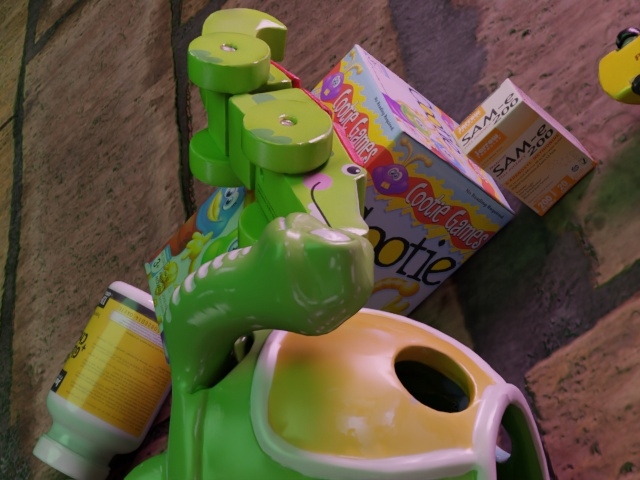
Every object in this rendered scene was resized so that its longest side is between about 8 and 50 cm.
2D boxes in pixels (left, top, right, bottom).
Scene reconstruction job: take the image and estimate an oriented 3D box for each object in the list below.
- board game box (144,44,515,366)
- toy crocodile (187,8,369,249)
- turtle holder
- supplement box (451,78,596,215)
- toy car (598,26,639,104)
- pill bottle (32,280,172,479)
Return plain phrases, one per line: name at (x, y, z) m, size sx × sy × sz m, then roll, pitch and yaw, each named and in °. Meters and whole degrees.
board game box at (0.000, 0.000, 1.152) m, size 0.275 × 0.142 × 0.144 m, roll -45°, pitch 36°, yaw 17°
toy crocodile at (-0.030, -0.074, 1.040) m, size 0.340 × 0.105 × 0.115 m, roll -124°, pitch 30°, yaw -52°
turtle holder at (0.020, 0.136, 0.892) m, size 0.227 × 0.243 × 0.320 m, roll -7°, pitch 93°, yaw 25°
supplement box at (0.157, -0.071, 1.054) m, size 0.062 × 0.098 × 0.036 m, roll -45°, pitch 36°, yaw 17°
toy car at (0.329, -0.199, 0.991) m, size 0.239 × 0.053 × 0.225 m, roll -6°, pitch 58°, yaw 48°
pill bottle at (-0.200, 0.140, 1.319) m, size 0.103 × 0.103 × 0.184 m, roll 16°, pitch 75°, yaw 55°
